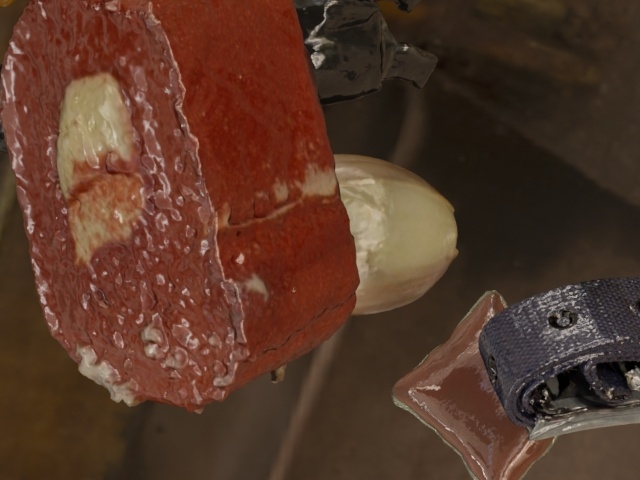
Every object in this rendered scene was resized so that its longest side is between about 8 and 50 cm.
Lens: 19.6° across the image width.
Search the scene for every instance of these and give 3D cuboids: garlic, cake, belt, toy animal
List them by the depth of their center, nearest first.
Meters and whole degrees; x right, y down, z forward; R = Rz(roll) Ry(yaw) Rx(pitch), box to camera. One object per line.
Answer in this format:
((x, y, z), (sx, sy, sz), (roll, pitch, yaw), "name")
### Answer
((-0.092, -0.035, 1.132), (0.177, 0.151, 0.283), (-9, 100, 36), "cake")
((-0.082, -0.118, 1.359), (0.343, 0.168, 0.106), (-15, 78, 29), "toy animal")
((0.000, -0.009, 1.439), (0.128, 0.206, 0.115), (-75, -17, -53), "garlic")
((0.284, 0.125, 1.867), (0.126, 0.230, 0.140), (-112, 20, -46), "belt")

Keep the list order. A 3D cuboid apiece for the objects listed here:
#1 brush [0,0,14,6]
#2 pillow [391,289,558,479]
((-0.245, -0.177, 1.049), (0.043, 0.170, 0.014), (-40, 34, 32), "brush")
((0.189, 0.166, 1.997), (0.171, 0.075, 0.179), (-45, 64, -4), "pillow")
